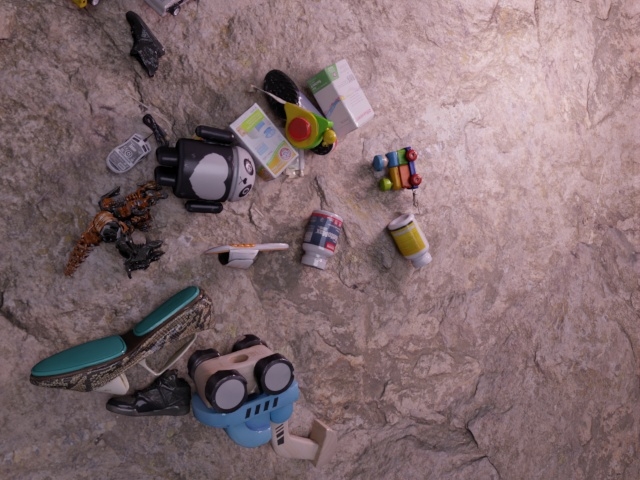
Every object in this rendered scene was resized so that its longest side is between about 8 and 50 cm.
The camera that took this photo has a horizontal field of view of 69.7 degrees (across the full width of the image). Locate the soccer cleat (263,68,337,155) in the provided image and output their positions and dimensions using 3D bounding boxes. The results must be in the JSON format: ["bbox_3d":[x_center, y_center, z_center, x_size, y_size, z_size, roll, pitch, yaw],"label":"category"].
[{"bbox_3d":[-0.062,-0.413,1.490,0.108,0.116,0.318,-39,94,23],"label":"soccer cleat"}]

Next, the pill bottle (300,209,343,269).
[{"bbox_3d":[0.000,0.000,1.498,0.107,0.108,0.180,20,82,-23],"label":"pill bottle"}]

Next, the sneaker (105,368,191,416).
[{"bbox_3d":[-0.473,0.421,1.287,0.227,0.087,0.131,8,84,-28],"label":"sneaker"}]

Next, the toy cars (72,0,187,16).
[{"bbox_3d":[-0.506,-0.720,1.265,0.393,0.087,0.177,-6,75,-25],"label":"toy cars"}]

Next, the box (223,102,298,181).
[{"bbox_3d":[-0.182,-0.293,1.396,0.114,0.103,0.203,-46,109,-17],"label":"box"}]

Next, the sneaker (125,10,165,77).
[{"bbox_3d":[-0.510,-0.555,1.300,0.089,0.051,0.170,-48,111,-22],"label":"sneaker"}]

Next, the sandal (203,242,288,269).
[{"bbox_3d":[-0.217,0.049,1.400,0.265,0.102,0.076,-3,88,-27],"label":"sandal"}]

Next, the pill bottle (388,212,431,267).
[{"bbox_3d":[0.326,0.003,1.651,0.103,0.103,0.184,-34,103,-21],"label":"pill bottle"}]

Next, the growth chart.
[{"bbox_3d":[-0.156,-0.294,1.477,0.237,0.021,0.172,8,87,-25],"label":"growth chart"}]

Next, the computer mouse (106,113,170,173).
[{"bbox_3d":[-0.523,-0.263,1.297,0.193,0.042,0.106,-48,112,-24],"label":"computer mouse"}]

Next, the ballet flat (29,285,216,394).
[{"bbox_3d":[-0.498,0.305,1.246,0.482,0.164,0.182,-28,114,-25],"label":"ballet flat"}]

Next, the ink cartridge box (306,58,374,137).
[{"bbox_3d":[0.070,-0.467,1.514,0.213,0.093,0.154,57,41,-12],"label":"ink cartridge box"}]

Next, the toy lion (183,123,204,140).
[{"bbox_3d":[-0.353,-0.294,1.383,0.100,0.034,0.096,-49,115,-17],"label":"toy lion"}]

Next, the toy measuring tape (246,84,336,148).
[{"bbox_3d":[-0.100,-0.361,1.400,0.330,0.121,0.121,29,75,14],"label":"toy measuring tape"}]

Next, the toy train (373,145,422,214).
[{"bbox_3d":[0.277,-0.200,1.638,0.143,0.105,0.248,-12,94,-14],"label":"toy train"}]

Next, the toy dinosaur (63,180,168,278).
[{"bbox_3d":[-0.541,-0.021,1.253,0.322,0.164,0.218,-44,92,0],"label":"toy dinosaur"}]

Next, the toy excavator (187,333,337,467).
[{"bbox_3d":[-0.159,0.522,1.380,0.432,0.222,0.446,-10,104,-32],"label":"toy excavator"}]

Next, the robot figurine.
[{"bbox_3d":[-0.325,-0.198,1.311,0.278,0.209,0.174,4,62,-24],"label":"robot figurine"}]
